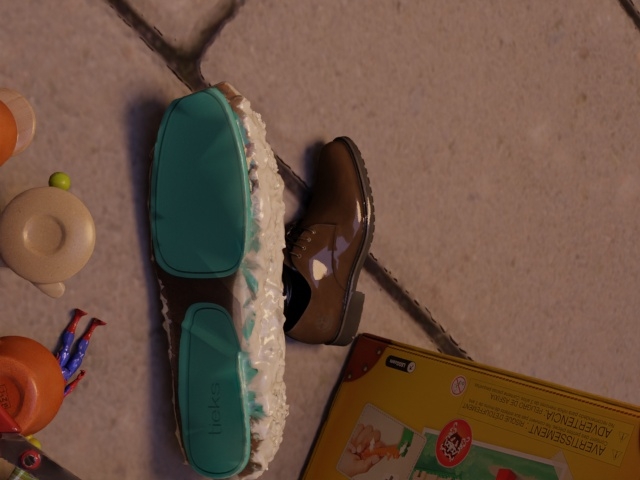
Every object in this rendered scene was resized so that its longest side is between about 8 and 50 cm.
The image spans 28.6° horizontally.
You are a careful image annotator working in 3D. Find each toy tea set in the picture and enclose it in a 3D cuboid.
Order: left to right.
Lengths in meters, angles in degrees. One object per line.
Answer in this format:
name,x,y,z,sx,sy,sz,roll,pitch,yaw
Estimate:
toy tea set,-0.305,0.032,1.142,0.200,0.124,0.336,18,89,-4

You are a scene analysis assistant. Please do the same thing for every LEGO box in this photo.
LEGO box,0.177,0.329,1.240,0.193,0.500,0.373,27,81,-32

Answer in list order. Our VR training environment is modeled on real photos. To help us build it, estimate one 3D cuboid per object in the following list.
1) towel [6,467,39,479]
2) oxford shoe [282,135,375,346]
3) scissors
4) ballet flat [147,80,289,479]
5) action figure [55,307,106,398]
towel,-0.319,0.303,1.150,0.237,0.021,0.102,-52,149,-8
oxford shoe,0.000,0.000,1.337,0.096,0.083,0.227,5,92,-30
scissors,-0.269,0.183,1.075,0.109,0.021,0.297,-41,94,-6
ballet flat,-0.092,0.042,1.272,0.147,0.147,0.409,-7,102,-33
action figure,-0.249,0.124,1.218,0.038,0.030,0.115,33,79,-37
